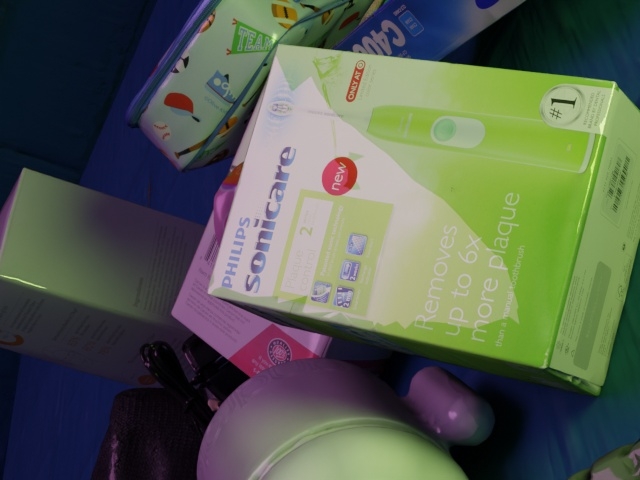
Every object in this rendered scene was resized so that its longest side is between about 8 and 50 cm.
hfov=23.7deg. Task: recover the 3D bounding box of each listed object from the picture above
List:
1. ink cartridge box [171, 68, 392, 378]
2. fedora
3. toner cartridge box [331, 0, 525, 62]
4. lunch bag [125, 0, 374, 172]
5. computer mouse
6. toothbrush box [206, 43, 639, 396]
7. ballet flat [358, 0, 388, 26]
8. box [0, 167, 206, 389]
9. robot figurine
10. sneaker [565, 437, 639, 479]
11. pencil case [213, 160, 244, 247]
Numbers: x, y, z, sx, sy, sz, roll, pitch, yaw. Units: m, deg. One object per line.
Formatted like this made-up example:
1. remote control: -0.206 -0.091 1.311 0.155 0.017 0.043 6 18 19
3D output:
1. ink cartridge box: 0.000 0.000 1.501 0.207 0.117 0.283 35 108 38
2. fedora: -0.199 0.288 1.865 0.334 0.152 0.334 -167 90 -78
3. toner cartridge box: 0.147 -0.240 1.369 0.165 0.075 0.348 -42 6 -23
4. lunch bag: -0.064 -0.208 1.629 0.243 0.115 0.303 -53 -6 31
5. computer mouse: -0.086 0.166 1.753 0.060 0.184 0.262 -41 -11 19
6. toothbrush box: 0.084 -0.019 1.133 0.283 0.122 0.206 11 81 32
7. ballet flat: 0.002 -0.276 1.935 0.107 0.106 0.316 -89 24 -45
8. box: -0.279 0.069 2.052 0.215 0.345 0.168 135 149 -55
9. robot figurine: 0.012 0.219 1.231 0.300 0.200 0.353 -46 19 -1
10. sneaker: 0.250 0.111 0.804 0.139 0.125 0.341 54 126 36
11. pencil case: 0.042 -0.018 1.318 0.284 0.124 0.124 1 70 39
